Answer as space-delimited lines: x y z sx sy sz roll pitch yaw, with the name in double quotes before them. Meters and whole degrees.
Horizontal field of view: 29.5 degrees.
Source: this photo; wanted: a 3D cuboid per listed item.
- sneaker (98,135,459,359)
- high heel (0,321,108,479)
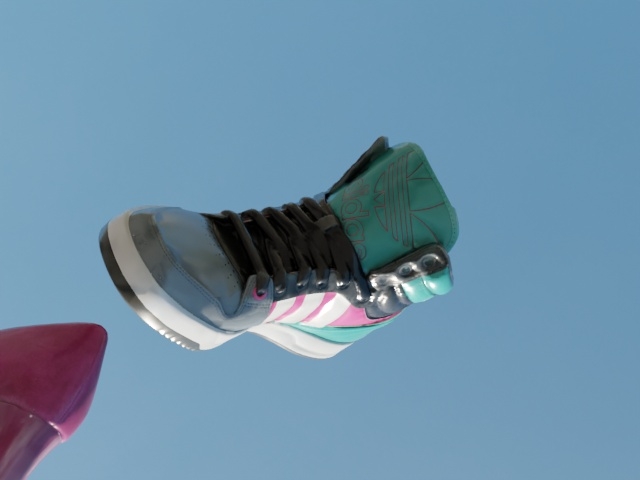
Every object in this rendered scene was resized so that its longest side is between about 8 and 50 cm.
"sneaker" 0.000 0.000 0.836 0.178 0.295 0.124 -35 -113 21
"high heel" -0.235 0.077 0.750 0.244 0.082 0.117 10 -121 44
